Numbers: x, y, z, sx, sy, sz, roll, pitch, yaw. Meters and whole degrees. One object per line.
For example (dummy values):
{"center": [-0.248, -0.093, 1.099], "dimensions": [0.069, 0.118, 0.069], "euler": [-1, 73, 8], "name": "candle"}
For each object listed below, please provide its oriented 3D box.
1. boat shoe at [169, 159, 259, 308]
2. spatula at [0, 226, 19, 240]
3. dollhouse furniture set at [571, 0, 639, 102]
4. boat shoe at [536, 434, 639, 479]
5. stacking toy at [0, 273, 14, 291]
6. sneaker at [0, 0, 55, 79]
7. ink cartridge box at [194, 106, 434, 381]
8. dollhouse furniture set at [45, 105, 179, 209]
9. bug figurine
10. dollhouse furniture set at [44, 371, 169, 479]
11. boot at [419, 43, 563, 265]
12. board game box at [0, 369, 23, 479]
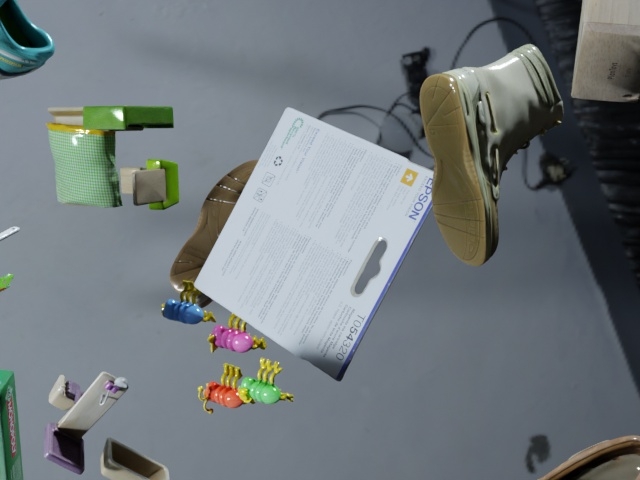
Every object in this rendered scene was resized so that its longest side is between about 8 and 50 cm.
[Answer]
{"center": [-0.194, -0.018, 1.892], "dimensions": [0.341, 0.121, 0.110], "euler": [-57, 154, -17], "name": "boat shoe"}
{"center": [-0.668, 0.010, 1.596], "dimensions": [0.242, 0.168, 0.019], "euler": [-44, 138, -55], "name": "spatula"}
{"center": [0.344, -0.176, 0.535], "dimensions": [0.303, 0.355, 0.174], "euler": [47, 51, -72], "name": "dollhouse furniture set"}
{"center": [0.224, 0.307, 0.933], "dimensions": [0.324, 0.123, 0.116], "euler": [-33, 125, -10], "name": "boat shoe"}
{"center": [-0.556, 0.139, 1.321], "dimensions": [0.052, 0.167, 0.221], "euler": [54, 52, -10], "name": "stacking toy"}
{"center": [-0.443, -0.325, 1.142], "dimensions": [0.275, 0.110, 0.107], "euler": [54, 36, -42], "name": "sneaker"}
{"center": [0.000, 0.000, 1.349], "dimensions": [0.071, 0.330, 0.324], "euler": [27, 92, -54], "name": "ink cartridge box"}
{"center": [-0.434, -0.153, 1.700], "dimensions": [0.151, 0.301, 0.198], "euler": [-17, 108, -61], "name": "dollhouse furniture set"}
{"center": [-0.167, 0.205, 1.568], "dimensions": [0.072, 0.216, 0.279], "euler": [-44, 124, -38], "name": "bug figurine"}
{"center": [-0.160, 0.151, 0.762], "dimensions": [0.114, 0.091, 0.081], "euler": [37, 102, -27], "name": "dollhouse furniture set"}
{"center": [0.195, -0.093, 0.978], "dimensions": [0.165, 0.077, 0.213], "euler": [-25, 112, -34], "name": "boot"}
{"center": [-0.441, 0.278, 1.004], "dimensions": [0.213, 0.046, 0.317], "euler": [6, 115, 2], "name": "board game box"}
